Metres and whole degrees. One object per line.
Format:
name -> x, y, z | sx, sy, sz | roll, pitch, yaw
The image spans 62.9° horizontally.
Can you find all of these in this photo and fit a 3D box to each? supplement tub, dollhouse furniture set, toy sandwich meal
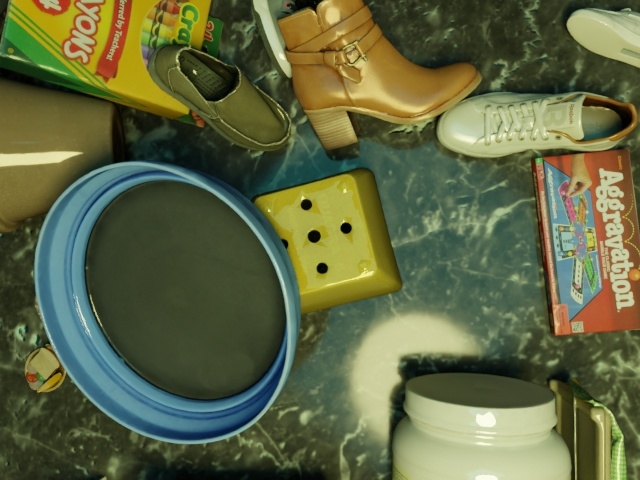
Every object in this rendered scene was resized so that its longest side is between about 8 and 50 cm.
supplement tub -> 0.215, 0.365, 0.717 | 0.235, 0.235, 0.325 | 0, 88, 6
dollhouse furniture set -> 0.416, 0.354, 0.719 | 0.151, 0.197, 0.302 | 1, 87, 8
toy sandwich meal -> -0.480, 0.223, 0.908 | 0.085, 0.029, 0.086 | 0, 86, 6

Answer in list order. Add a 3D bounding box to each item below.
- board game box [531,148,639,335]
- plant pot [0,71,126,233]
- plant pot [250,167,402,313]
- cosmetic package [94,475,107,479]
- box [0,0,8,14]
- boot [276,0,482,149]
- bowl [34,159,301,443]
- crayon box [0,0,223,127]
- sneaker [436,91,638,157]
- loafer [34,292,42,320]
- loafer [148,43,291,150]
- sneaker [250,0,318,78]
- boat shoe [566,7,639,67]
board game box -> 0.425, 0.002, 0.826 | 0.145, 0.027, 0.281 | -5, 86, 5
plant pot -> -0.441, -0.142, 0.837 | 0.229, 0.263, 0.263 | -2, 86, -11
plant pot -> 0.000, 0.000, 0.792 | 0.212, 0.187, 0.212 | -14, 85, 6
cosmetic package -> -0.462, 0.491, 0.874 | 0.239, 0.060, 0.099 | -23, 85, 4
box -> -0.598, -0.404, 0.785 | 0.296, 0.183, 0.294 | 2, 57, 32
boot -> 0.088, -0.285, 0.805 | 0.283, 0.109, 0.220 | -15, 115, 16
bowl -> -0.207, 0.084, 0.713 | 0.391, 0.077, 0.391 | 5, 106, 18
crayon box -> -0.298, -0.319, 0.808 | 0.318, 0.081, 0.202 | 11, 88, -34
sneaker -> 0.328, -0.189, 0.802 | 0.290, 0.123, 0.106 | -1, 88, 7
loafer -> -0.310, 0.053, 0.850 | 0.365, 0.130, 0.134 | -20, 84, 5
loafer -> -0.143, -0.217, 0.818 | 0.251, 0.087, 0.094 | 25, 82, -32
sneaker -> -0.017, -0.425, 0.858 | 0.178, 0.124, 0.296 | -12, 84, 15
boat shoe -> 0.484, -0.330, 0.824 | 0.184, 0.066, 0.063 | 23, 79, 8
